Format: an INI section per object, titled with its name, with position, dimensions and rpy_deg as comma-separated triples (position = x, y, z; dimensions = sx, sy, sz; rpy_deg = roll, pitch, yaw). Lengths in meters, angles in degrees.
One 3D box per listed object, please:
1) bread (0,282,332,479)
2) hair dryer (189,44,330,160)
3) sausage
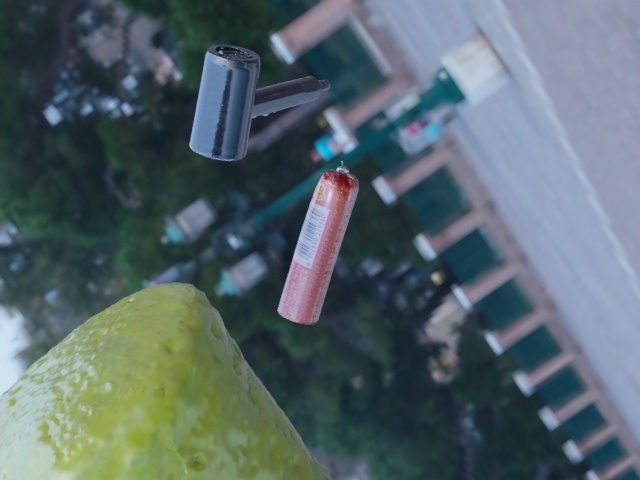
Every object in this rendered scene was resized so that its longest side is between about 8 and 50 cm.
[bread]
position = -0.165, 0.237, 1.530
dimensions = 0.308, 0.348, 0.348
rpy_deg = 45, -173, -19
[hair dryer]
position = -0.062, -0.189, 2.013
dimensions = 0.070, 0.128, 0.255
rpy_deg = 23, -153, 27
[sausage]
position = 0.000, 0.000, 1.245
dimensions = 0.034, 0.129, 0.034
rpy_deg = 15, -161, -5
